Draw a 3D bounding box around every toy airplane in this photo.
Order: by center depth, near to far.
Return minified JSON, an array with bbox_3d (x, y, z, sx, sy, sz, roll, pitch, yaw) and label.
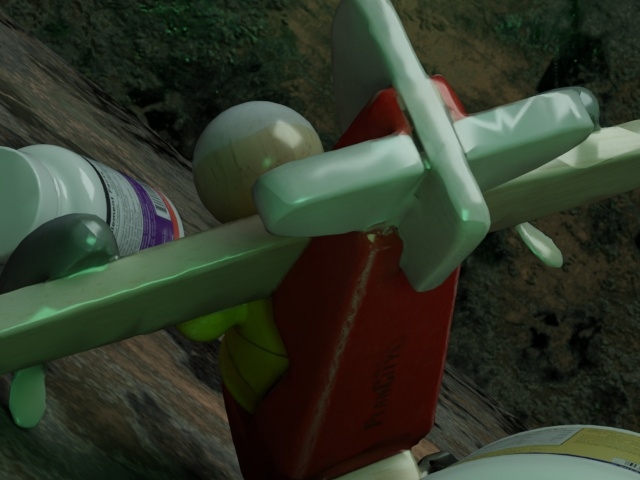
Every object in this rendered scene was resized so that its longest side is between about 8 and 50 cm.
[{"bbox_3d":[0.000,0.000,1.005,0.386,0.384,0.272,29,22,-50],"label":"toy airplane"}]

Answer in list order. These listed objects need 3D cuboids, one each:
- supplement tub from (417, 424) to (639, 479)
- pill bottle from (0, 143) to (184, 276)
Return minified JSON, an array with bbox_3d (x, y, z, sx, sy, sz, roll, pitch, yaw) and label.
[{"bbox_3d":[0.123,0.216,0.838,0.241,0.241,0.331,41,6,12],"label":"supplement tub"},{"bbox_3d":[-0.187,-0.009,1.233,0.108,0.108,0.193,42,7,24],"label":"pill bottle"}]
